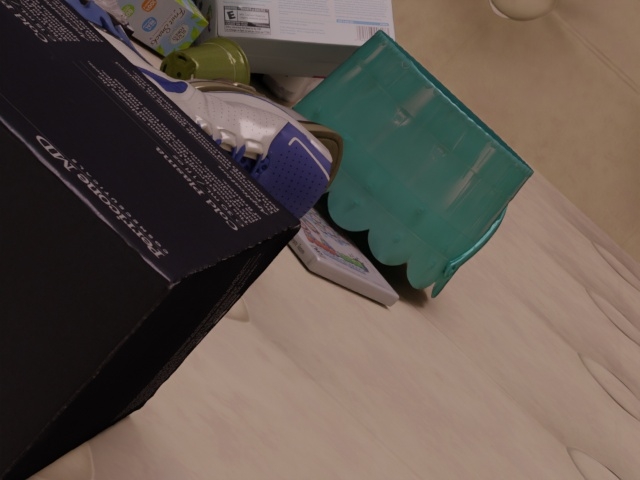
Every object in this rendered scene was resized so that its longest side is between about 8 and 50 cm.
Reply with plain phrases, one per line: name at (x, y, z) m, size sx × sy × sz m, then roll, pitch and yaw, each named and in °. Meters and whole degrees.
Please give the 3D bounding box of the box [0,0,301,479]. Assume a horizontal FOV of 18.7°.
box at (-0.220, -0.047, 1.139) m, size 0.343 × 0.179 × 0.312 m, roll 43°, pitch 11°, yaw 5°

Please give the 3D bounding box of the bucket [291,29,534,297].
bucket at (0.093, -0.091, 2.188) m, size 0.281 × 0.183 × 0.281 m, roll 43°, pitch 8°, yaw -7°

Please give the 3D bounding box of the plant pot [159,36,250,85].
plant pot at (-0.133, -0.180, 2.109) m, size 0.083 × 0.083 × 0.079 m, roll 47°, pitch 26°, yaw 21°

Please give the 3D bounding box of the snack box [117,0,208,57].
snack box at (-0.244, -0.311, 2.196) m, size 0.207 × 0.070 × 0.174 m, roll 31°, pitch 17°, yaw -44°

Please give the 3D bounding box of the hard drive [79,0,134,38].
hard drive at (-0.345, -0.332, 1.977) m, size 0.237 × 0.064 × 0.339 m, roll 29°, pitch 17°, yaw -47°

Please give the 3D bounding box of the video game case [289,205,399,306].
video game case at (0.000, 0.000, 2.023) m, size 0.157 × 0.019 × 0.143 m, roll 25°, pitch 21°, yaw -52°

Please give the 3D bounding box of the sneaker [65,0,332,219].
sneaker at (-0.139, -0.079, 1.666) m, size 0.316 × 0.127 × 0.182 m, roll 30°, pitch 20°, yaw -23°

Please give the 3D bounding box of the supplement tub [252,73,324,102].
supplement tub at (-0.091, -0.357, 2.504) m, size 0.338 × 0.207 × 0.207 m, roll 43°, pitch 12°, yaw 3°

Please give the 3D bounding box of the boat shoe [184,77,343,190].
boat shoe at (-0.096, -0.102, 1.906) m, size 0.103 × 0.113 × 0.302 m, roll 26°, pitch 4°, yaw 29°

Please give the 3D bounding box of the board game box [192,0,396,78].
board game box at (-0.039, -0.353, 2.348) m, size 0.224 × 0.097 × 0.303 m, roll 4°, pitch 68°, yaw -18°
